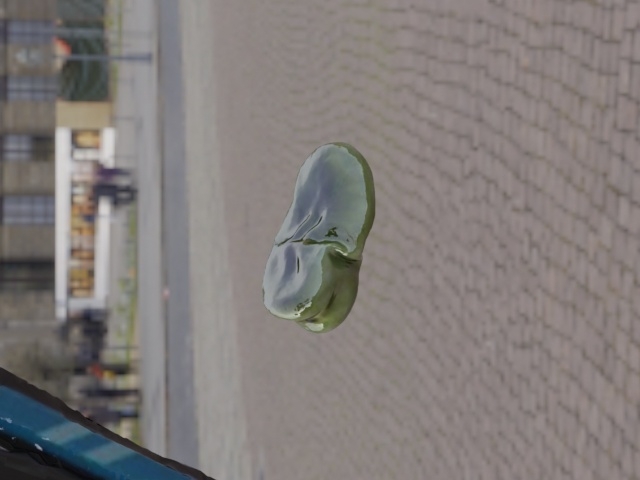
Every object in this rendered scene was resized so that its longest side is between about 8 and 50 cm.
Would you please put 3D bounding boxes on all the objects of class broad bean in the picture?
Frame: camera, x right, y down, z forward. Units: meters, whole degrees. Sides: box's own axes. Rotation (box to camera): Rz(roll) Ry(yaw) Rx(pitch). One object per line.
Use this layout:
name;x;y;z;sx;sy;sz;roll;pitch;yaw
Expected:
broad bean;-0.002;-0.001;1.484;0.153;0.072;0.206;-11;60;44

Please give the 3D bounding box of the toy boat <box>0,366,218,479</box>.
toy boat;-0.121;0.130;0.517;0.134;0.299;0.092;-58;6;35
